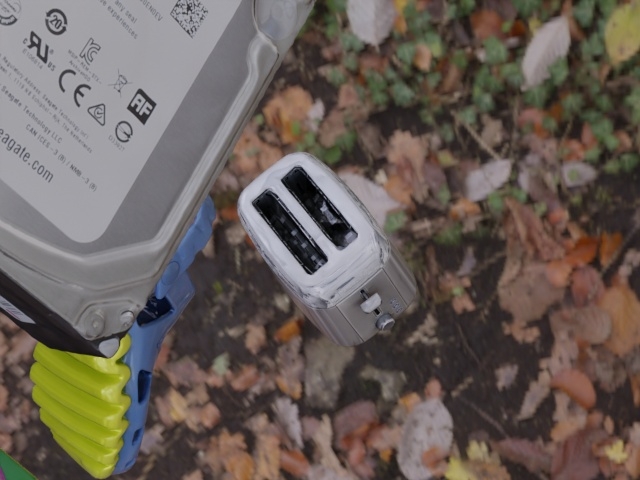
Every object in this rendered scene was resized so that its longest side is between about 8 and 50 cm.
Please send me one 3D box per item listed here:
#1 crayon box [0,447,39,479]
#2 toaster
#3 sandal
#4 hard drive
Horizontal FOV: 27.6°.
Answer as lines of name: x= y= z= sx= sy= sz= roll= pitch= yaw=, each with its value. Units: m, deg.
crayon box: x=-0.290 y=0.366 z=1.146 sx=0.313 sy=0.363 sz=0.106 roll=-39 pitch=16 yaw=29
toaster: x=0.000 y=0.000 z=1.415 sx=0.129 sy=0.146 sz=0.227 roll=-37 pitch=66 yaw=-2
sandal: x=-0.158 y=0.060 z=1.085 sx=0.126 sy=0.317 sz=0.138 roll=33 pitch=35 yaw=34
hard drive: x=-0.111 y=-0.144 z=0.643 sx=0.064 sy=0.237 sz=0.339 roll=3 pitch=57 yaw=43
